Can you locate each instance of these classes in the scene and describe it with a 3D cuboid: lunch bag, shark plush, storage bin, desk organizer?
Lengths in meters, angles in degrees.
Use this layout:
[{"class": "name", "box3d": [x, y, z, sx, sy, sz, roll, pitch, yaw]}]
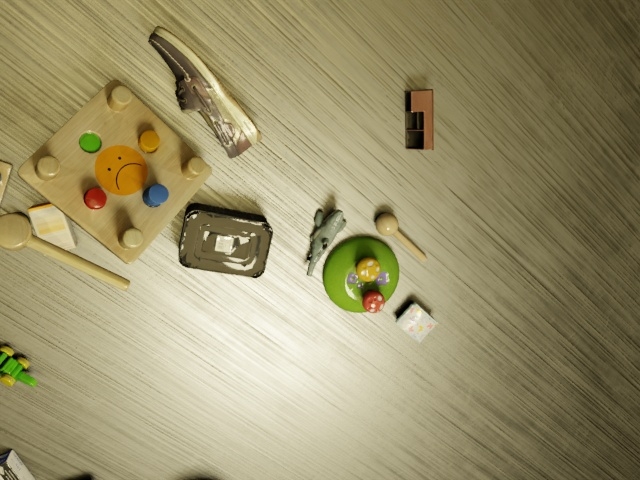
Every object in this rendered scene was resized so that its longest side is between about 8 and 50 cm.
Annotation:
[{"class": "lunch bag", "box3d": [0.226, 0.191, 1.372, 0.083, 0.053, 0.071, 38, 95, -29]}, {"class": "shark plush", "box3d": [0.000, 0.000, 1.259, 0.073, 0.067, 0.161, 35, 94, -19]}, {"class": "storage bin", "box3d": [-0.200, 0.000, 1.203, 0.180, 0.084, 0.122, 10, 102, -17]}, {"class": "desk organizer", "box3d": [0.215, -0.262, 1.253, 0.050, 0.047, 0.130, -6, 105, -9]}]

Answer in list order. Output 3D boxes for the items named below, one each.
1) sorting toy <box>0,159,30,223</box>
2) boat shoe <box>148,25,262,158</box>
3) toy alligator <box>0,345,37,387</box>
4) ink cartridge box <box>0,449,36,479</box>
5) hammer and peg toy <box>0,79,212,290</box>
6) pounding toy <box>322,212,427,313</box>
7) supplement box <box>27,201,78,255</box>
[{"class": "sorting toy", "box3d": [-0.683, -0.106, 1.080, 0.275, 0.046, 0.132, 20, 99, -17]}, {"class": "boat shoe", "box3d": [-0.234, -0.279, 1.114, 0.092, 0.103, 0.285, -45, 115, -4]}, {"class": "toy alligator", "box3d": [-0.668, 0.244, 1.176, 0.190, 0.056, 0.051, 44, 132, -19]}, {"class": "ink cartridge box", "box3d": [-0.668, 0.568, 1.260, 0.097, 0.046, 0.207, -26, 109, -4]}, {"class": "hammer and peg toy", "box3d": [-0.396, -0.083, 1.053, 0.266, 0.127, 0.361, 43, 67, -20]}, {"class": "pounding toy", "box3d": [0.125, 0.073, 1.286, 0.237, 0.110, 0.183, -43, 110, 1]}, {"class": "supplement box", "box3d": [-0.530, -0.027, 1.142, 0.062, 0.036, 0.098, -15, 107, -10]}]
